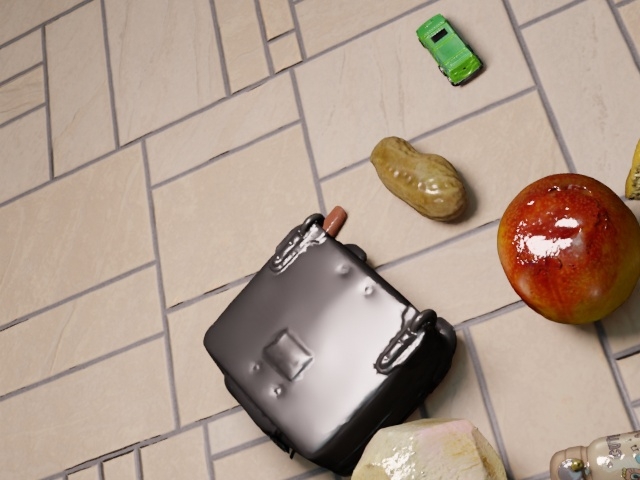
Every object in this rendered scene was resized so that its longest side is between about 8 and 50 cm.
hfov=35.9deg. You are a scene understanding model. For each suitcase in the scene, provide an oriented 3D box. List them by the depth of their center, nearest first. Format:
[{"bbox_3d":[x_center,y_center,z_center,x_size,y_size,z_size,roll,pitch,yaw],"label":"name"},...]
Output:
[{"bbox_3d":[0.007,0.178,1.629,0.339,0.188,0.345,-47,56,-2],"label":"suitcase"}]

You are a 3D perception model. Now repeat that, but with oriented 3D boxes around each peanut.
[{"bbox_3d":[0.173,-0.113,1.747,0.108,0.095,0.226,-40,49,-15],"label":"peanut"}]

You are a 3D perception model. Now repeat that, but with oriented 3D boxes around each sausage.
[{"bbox_3d":[0.000,0.000,1.816,0.035,0.030,0.147,28,81,35],"label":"sausage"}]

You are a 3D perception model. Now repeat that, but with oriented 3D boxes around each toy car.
[{"bbox_3d":[0.236,-0.364,1.854,0.071,0.062,0.165,-35,55,9],"label":"toy car"}]

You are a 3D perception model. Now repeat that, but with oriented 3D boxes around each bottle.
[{"bbox_3d":[0.427,0.319,1.388,0.209,0.110,0.097,-15,66,20],"label":"bottle"}]

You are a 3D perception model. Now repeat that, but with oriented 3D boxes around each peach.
[{"bbox_3d":[0.377,0.014,1.499,0.231,0.231,0.231,-12,61,22],"label":"peach"}]

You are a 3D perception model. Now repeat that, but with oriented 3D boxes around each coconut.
[{"bbox_3d":[0.169,0.370,1.454,0.237,0.236,0.197,62,142,34],"label":"coconut"}]

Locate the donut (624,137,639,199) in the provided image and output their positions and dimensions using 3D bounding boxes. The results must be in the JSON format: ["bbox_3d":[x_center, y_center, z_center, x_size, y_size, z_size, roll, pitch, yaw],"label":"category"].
[{"bbox_3d":[0.616,-0.162,1.529,0.295,0.112,0.151,-4,67,24],"label":"donut"}]
